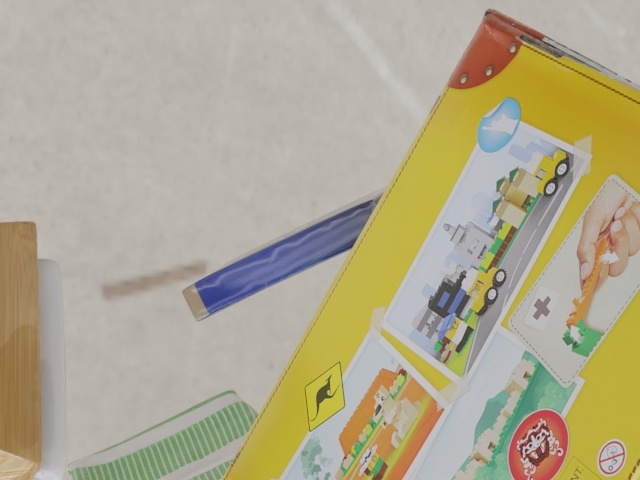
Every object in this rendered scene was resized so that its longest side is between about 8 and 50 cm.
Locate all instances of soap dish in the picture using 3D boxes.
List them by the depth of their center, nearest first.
[{"bbox_3d":[-0.294,0.142,1.342,0.118,0.291,0.229,23,119,-25],"label":"soap dish"}]

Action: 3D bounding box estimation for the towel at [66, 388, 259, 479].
[{"bbox_3d":[-0.159,0.271,1.977,0.248,0.325,0.038,-24,107,-11],"label":"towel"}]

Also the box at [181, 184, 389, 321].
[{"bbox_3d":[0.000,0.000,1.505,0.225,0.136,0.036,-24,93,15],"label":"box"}]

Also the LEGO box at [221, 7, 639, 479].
[{"bbox_3d":[0.145,0.143,1.168,0.193,0.372,0.500,25,99,-33],"label":"LEGO box"}]
